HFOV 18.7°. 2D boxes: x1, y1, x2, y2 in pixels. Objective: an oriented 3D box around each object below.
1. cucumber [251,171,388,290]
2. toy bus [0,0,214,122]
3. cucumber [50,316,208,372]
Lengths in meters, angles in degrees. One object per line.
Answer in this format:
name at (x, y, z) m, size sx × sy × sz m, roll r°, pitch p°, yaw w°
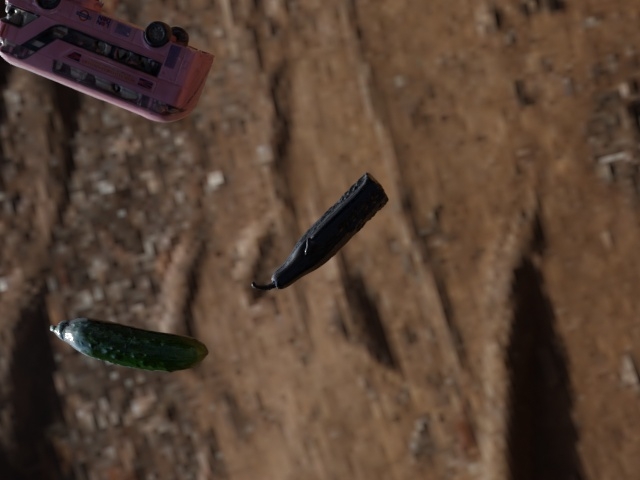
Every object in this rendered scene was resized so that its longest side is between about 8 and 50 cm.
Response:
cucumber at (0.000, 0.000, 1.900) m, size 0.163 × 0.039 × 0.043 m, roll -46°, pitch 67°, yaw 7°
toy bus at (-0.202, -0.177, 1.795) m, size 0.203 × 0.063 × 0.090 m, roll 23°, pitch 97°, yaw 15°
cucumber at (-0.166, 0.087, 1.630) m, size 0.155 × 0.037 × 0.037 m, roll 9°, pitch 112°, yaw 24°
